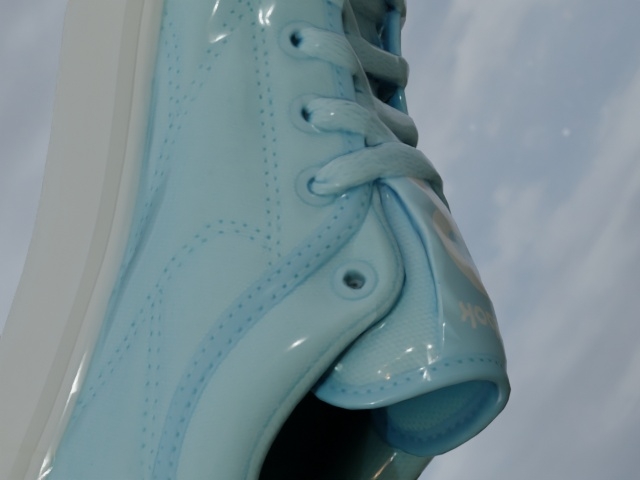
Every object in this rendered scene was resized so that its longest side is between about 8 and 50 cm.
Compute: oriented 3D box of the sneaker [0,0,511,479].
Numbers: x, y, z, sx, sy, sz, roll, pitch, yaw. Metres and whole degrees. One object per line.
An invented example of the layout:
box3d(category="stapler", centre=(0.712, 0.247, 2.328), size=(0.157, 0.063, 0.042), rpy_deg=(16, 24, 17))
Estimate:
box3d(category="sneaker", centre=(0.000, 0.000, 0.507), size=(0.135, 0.150, 0.366), rpy_deg=(32, -112, -61))
